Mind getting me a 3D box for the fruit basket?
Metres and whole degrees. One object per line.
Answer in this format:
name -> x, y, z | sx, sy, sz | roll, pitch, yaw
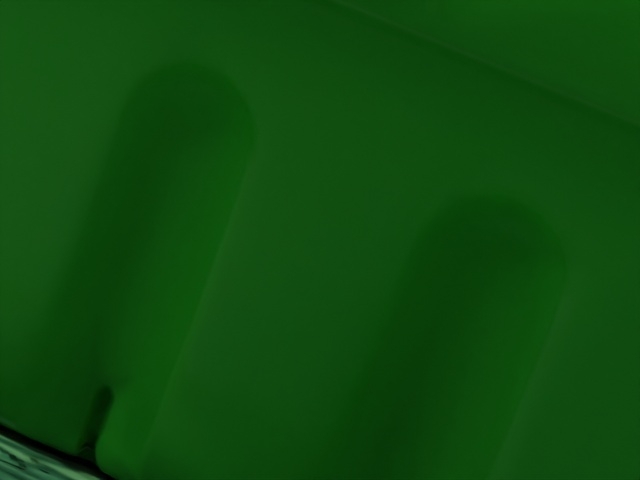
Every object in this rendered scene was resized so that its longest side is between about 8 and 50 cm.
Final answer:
fruit basket -> 0.035, -0.100, 0.535 | 0.392, 0.392, 0.283 | 24, 2, 14
